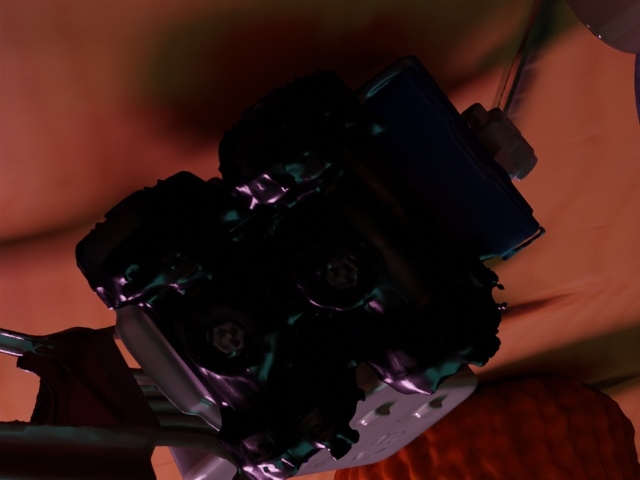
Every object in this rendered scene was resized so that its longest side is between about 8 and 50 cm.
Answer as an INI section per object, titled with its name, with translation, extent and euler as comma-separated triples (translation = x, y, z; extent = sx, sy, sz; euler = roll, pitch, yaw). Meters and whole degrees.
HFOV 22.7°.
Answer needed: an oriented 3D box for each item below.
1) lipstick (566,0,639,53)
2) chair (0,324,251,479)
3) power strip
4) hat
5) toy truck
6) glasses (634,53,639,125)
[lipstick]
translation = 0.206, -0.168, 0.637
extent = 0.070, 0.070, 0.254
euler = 4, 151, -43
[chair]
translation = -0.123, 0.132, 0.897
extent = 0.326, 0.183, 0.176
euler = 6, 118, -29
[power strip]
translation = 0.029, 0.106, 1.168
extent = 0.193, 0.059, 0.265
euler = -42, 157, 27
[hat]
translation = 0.191, 0.340, 1.457
extent = 0.285, 0.400, 0.285
euler = -15, 163, -5
[toy truck]
translation = 0.000, 0.000, 0.817
extent = 0.213, 0.161, 0.177
euler = -34, -170, 24
[glasses]
translation = 0.304, -0.104, 0.792
extent = 0.268, 0.118, 0.234
euler = -10, 161, -16
